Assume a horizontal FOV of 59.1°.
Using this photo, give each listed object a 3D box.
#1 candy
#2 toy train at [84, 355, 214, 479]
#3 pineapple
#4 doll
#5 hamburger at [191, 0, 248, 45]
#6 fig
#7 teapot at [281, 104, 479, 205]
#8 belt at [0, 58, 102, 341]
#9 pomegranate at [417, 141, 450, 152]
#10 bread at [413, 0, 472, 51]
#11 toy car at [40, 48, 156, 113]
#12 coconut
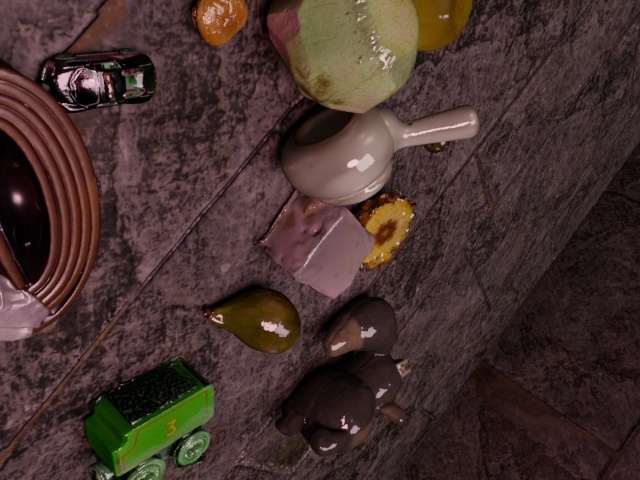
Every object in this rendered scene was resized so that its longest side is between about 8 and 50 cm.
[{"bbox_3d":[0.000,0.000,1.123,0.184,0.137,0.195,-54,144,-3],"label":"candy"},{"bbox_3d":[-0.308,0.346,1.039,0.243,0.132,0.188,-25,131,-41],"label":"toy train"},{"bbox_3d":[0.131,-0.028,1.313,0.225,0.076,0.224,-29,139,-30],"label":"pineapple"},{"bbox_3d":[0.046,0.358,1.461,0.382,0.252,0.378,-21,101,-44],"label":"doll"},{"bbox_3d":[-0.138,-0.311,0.775,0.083,0.044,0.076,-47,144,-9],"label":"hamburger"},{"bbox_3d":[-0.122,0.148,1.097,0.127,0.133,0.185,-26,148,21],"label":"fig"},{"bbox_3d":[0.089,-0.155,0.956,0.149,0.318,0.220,57,42,-35],"label":"teapot"},{"bbox_3d":[-0.374,-0.043,0.638,0.217,0.122,0.338,-28,137,-37],"label":"belt"},{"bbox_3d":[0.262,-0.234,1.309,0.084,0.073,0.073,-32,139,-31],"label":"pomegranate"},{"bbox_3d":[0.206,-0.512,0.971,0.166,0.112,0.383,-40,142,-22],"label":"bread"},{"bbox_3d":[-0.269,-0.196,0.700,0.142,0.055,0.069,-23,131,-41],"label":"toy car"},{"bbox_3d":[0.029,-0.305,0.850,0.236,0.236,0.204,36,61,-56],"label":"coconut"}]
